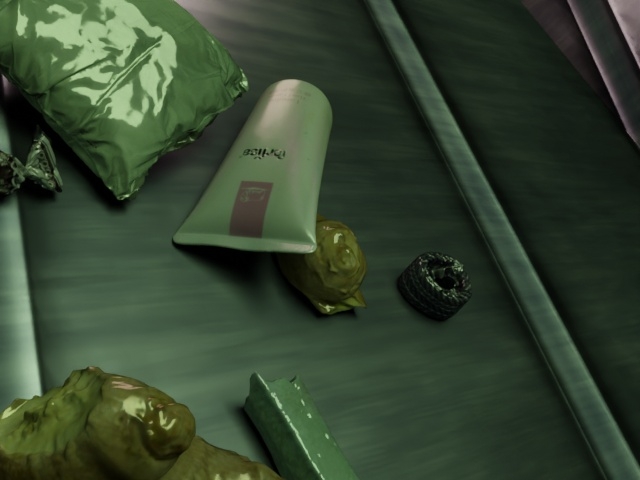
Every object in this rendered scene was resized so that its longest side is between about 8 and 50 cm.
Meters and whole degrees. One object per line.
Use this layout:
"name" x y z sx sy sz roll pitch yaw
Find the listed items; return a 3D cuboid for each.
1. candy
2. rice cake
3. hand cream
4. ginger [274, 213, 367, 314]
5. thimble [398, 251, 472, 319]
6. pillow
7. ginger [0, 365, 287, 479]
"candy" -0.372 -0.077 0.842 0.051 0.094 0.226 21 17 34
"rice cake" -0.015 0.239 0.872 0.063 0.069 0.206 -11 59 -45
"hand cream" -0.068 -0.102 1.114 0.185 0.118 0.359 6 39 8
"ginger" -0.002 -0.001 1.088 0.115 0.123 0.193 -16 58 -30
"thimble" 0.178 0.071 1.220 0.104 0.066 0.095 4 50 -37
"pillow" -0.271 -0.233 1.016 0.310 0.138 0.283 45 50 -13
"ginger" -0.148 0.206 0.671 0.275 0.221 0.130 18 33 -18
